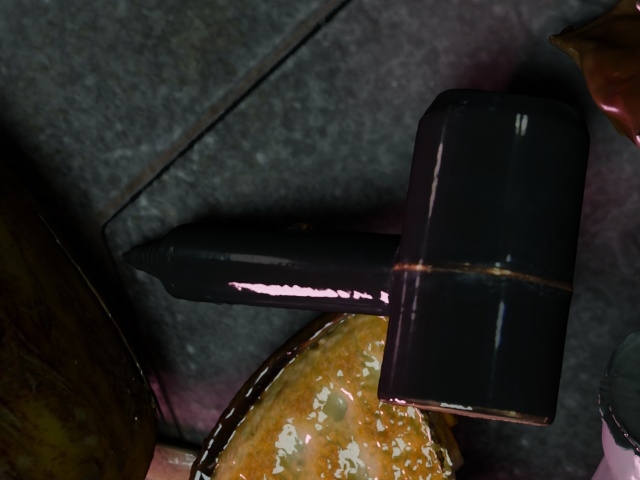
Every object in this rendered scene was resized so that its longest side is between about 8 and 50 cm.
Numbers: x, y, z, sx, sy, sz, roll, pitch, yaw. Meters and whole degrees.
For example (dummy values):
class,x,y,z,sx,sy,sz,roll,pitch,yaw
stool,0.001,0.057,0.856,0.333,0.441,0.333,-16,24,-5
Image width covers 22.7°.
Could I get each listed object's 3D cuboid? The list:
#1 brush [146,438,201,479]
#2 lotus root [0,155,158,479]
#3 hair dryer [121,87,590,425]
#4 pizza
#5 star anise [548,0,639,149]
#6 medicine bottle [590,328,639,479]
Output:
class,x,y,z,sx,sy,sz,roll,pitch,yaw
brush,-0.064,0.180,1.177,0.248,0.036,0.043,12,117,15
lotus root,-0.263,0.050,1.089,0.196,0.179,0.397,-23,110,29
hair dryer,0.000,0.000,1.002,0.352,0.107,0.189,5,83,39
pizza,0.049,0.158,1.063,0.288,0.074,0.251,22,108,21
star anise,0.282,-0.053,0.841,0.346,0.148,0.237,10,144,13
medicine bottle,0.253,0.206,0.935,0.245,0.245,0.290,8,123,17
